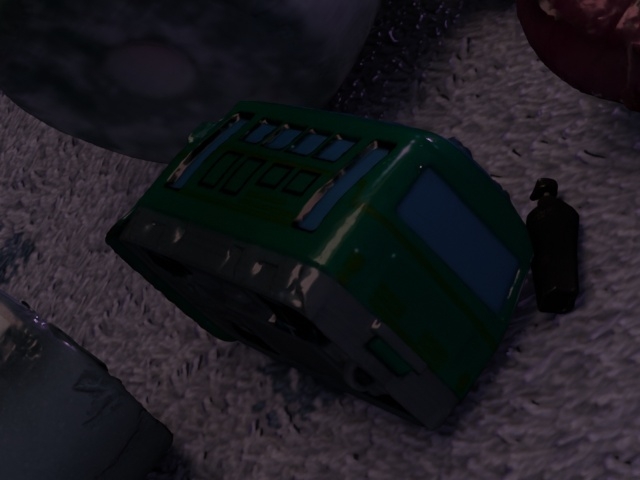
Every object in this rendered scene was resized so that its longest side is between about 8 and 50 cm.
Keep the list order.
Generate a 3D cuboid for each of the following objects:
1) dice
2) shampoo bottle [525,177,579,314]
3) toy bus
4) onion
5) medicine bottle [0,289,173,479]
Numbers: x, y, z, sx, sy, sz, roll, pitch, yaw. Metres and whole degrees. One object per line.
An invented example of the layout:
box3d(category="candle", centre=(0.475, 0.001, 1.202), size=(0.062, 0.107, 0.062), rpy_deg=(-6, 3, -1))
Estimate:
box3d(category="dice", centre=(-0.136, -0.298, 1.538), size=(0.330, 0.328, 0.348), rpy_deg=(-39, 39, 49))
box3d(category="shampoo bottle", centre=(0.177, 0.001, 1.197), size=(0.048, 0.027, 0.137), rpy_deg=(-30, 33, 26))
box3d(category="toy bus", centre=(0.000, 0.000, 1.242), size=(0.199, 0.183, 0.343), rpy_deg=(-54, 33, -12))
box3d(category="onion", centre=(0.264, -0.190, 1.229), size=(0.229, 0.163, 0.230), rpy_deg=(0, 60, 0))
box3d(category="medicine bottle", centre=(-0.301, 0.204, 1.289), size=(0.290, 0.245, 0.245), rpy_deg=(-53, 32, -15))
